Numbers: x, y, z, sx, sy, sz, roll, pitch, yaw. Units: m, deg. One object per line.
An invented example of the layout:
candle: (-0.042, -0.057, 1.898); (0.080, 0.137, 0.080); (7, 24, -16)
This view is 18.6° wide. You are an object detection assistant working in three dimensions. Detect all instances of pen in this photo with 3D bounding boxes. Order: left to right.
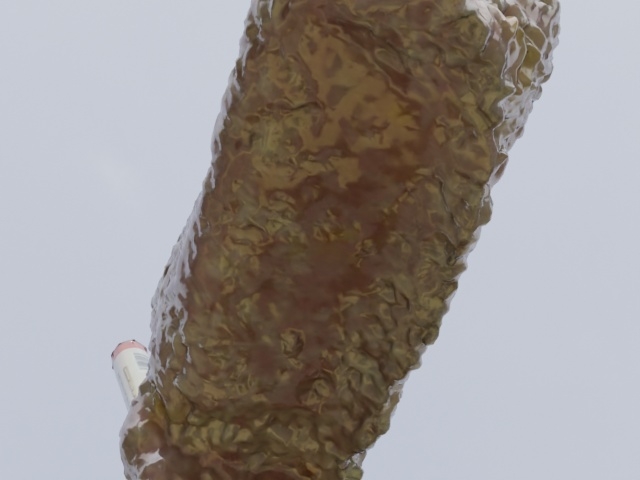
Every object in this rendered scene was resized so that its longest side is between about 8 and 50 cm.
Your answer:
pen: (-0.099, 0.106, 1.140); (0.026, 0.218, 0.026); (-4, -72, -12)

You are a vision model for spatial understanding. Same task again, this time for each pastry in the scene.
pastry: (0.003, -0.004, 0.680); (0.103, 0.112, 0.265); (28, -59, 3)
